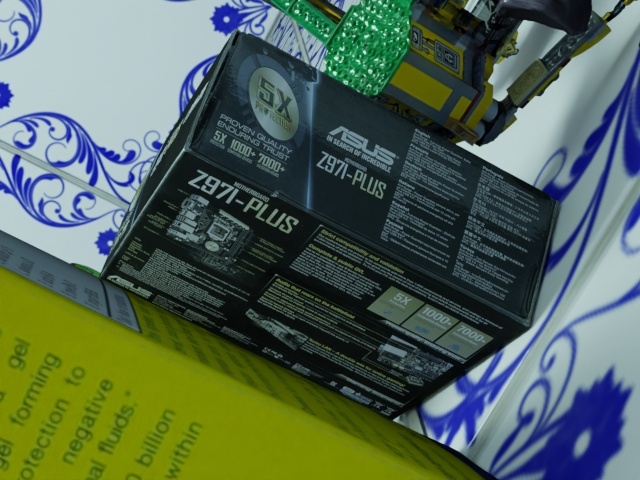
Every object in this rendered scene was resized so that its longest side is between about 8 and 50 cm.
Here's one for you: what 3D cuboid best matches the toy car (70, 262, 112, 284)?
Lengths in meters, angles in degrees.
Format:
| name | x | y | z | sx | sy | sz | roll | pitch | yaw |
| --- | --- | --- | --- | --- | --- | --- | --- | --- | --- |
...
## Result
| name | x | y | z | sx | sy | sz | roll | pitch | yaw |
| --- | --- | --- | --- | --- | --- | --- | --- | --- | --- |
| toy car | -0.111 | 0.122 | 0.724 | 0.239 | 0.053 | 0.225 | -100 | 10 | -72 |

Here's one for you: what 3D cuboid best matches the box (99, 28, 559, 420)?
| name | x | y | z | sx | sy | sz | roll | pitch | yaw |
| --- | --- | --- | --- | --- | --- | --- | --- | --- | --- |
| box | 0.000 | 0.000 | 0.665 | 0.147 | 0.180 | 0.077 | -48 | 19 | 56 |

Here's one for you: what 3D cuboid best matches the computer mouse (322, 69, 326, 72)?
| name | x | y | z | sx | sy | sz | roll | pitch | yaw |
| --- | --- | --- | --- | --- | --- | --- | --- | --- | --- |
| computer mouse | 0.008 | -0.113 | 1.281 | 0.071 | 0.041 | 0.242 | -59 | 12 | 18 |

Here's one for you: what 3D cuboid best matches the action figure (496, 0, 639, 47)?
| name | x | y | z | sx | sy | sz | roll | pitch | yaw |
| --- | --- | --- | --- | --- | --- | --- | --- | --- | --- |
| action figure | 0.157 | -0.220 | 0.538 | 0.099 | 0.185 | 0.285 | 4 | -80 | -66 |

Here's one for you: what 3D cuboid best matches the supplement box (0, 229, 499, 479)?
| name | x | y | z | sx | sy | sz | roll | pitch | yaw |
| --- | --- | --- | --- | --- | --- | --- | --- | --- | --- |
| supplement box | -0.118 | 0.108 | 0.493 | 0.195 | 0.356 | 0.194 | -63 | 10 | -2 |

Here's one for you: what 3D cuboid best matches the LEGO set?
| name | x | y | z | sx | sy | sz | roll | pitch | yaw |
| --- | --- | --- | --- | --- | --- | --- | --- | --- | --- |
| LEGO set | 0.114 | -0.187 | 0.740 | 0.255 | 0.192 | 0.331 | 33 | 97 | 51 |
